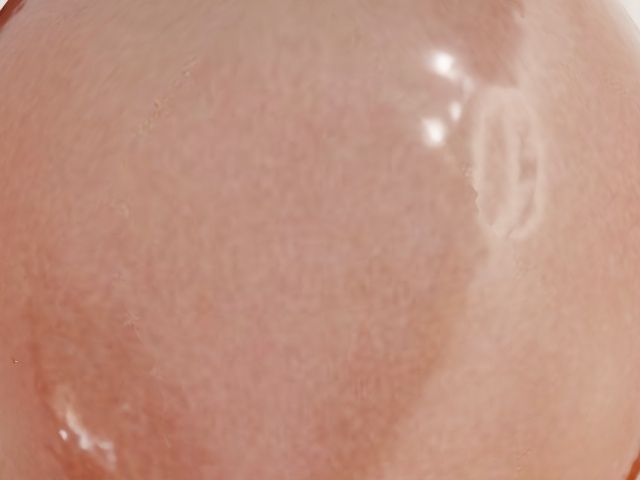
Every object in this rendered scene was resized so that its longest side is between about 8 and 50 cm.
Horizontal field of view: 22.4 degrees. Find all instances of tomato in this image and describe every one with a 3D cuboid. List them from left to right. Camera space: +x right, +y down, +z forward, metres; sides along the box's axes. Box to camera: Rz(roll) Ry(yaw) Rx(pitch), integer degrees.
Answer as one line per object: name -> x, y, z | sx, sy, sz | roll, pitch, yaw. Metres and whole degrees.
tomato -> 0.000, 0.000, 0.645 | 0.321, 0.321, 0.321 | -44, 25, 27
